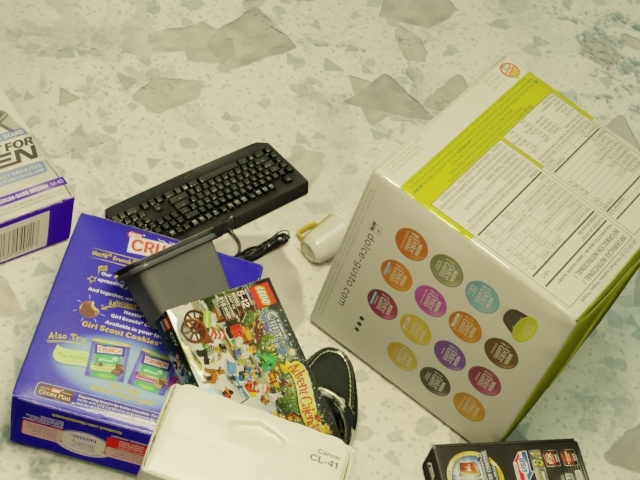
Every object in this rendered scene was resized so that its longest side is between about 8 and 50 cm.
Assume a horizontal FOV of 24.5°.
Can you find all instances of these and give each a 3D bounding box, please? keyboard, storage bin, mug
[{"bbox_3d":[-0.147,-0.035,2.190,0.317,0.033,0.201,-28,64,-32],"label":"keyboard"},{"bbox_3d":[-0.189,0.054,1.911,0.135,0.098,0.091,-24,90,-33],"label":"storage bin"},{"bbox_3d":[0.003,0.003,2.196,0.064,0.078,0.062,-32,99,-25],"label":"mug"}]

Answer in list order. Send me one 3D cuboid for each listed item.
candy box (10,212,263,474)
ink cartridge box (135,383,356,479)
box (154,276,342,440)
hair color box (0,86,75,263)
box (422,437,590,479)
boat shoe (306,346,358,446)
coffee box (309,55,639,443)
[{"bbox_3d":[-0.238,0.144,1.954,0.268,0.122,0.317,16,50,-3],"label":"candy box"},{"bbox_3d":[-0.114,0.329,1.717,0.226,0.306,0.131,19,49,-1],"label":"ink cartridge box"},{"bbox_3d":[-0.090,0.176,1.849,0.159,0.044,0.233,-18,78,-33],"label":"box"},{"bbox_3d":[-0.513,-0.123,2.099,0.185,0.110,0.339,-23,60,-30],"label":"hair color box"},{"bbox_3d":[0.269,0.395,1.944,0.216,0.060,0.270,1,52,-17],"label":"box"},{"bbox_3d":[-0.003,0.253,1.956,0.114,0.091,0.302,15,49,-5],"label":"boat shoe"},{"bbox_3d":[0.248,0.021,2.061,0.334,0.337,0.338,37,50,13],"label":"coffee box"}]
